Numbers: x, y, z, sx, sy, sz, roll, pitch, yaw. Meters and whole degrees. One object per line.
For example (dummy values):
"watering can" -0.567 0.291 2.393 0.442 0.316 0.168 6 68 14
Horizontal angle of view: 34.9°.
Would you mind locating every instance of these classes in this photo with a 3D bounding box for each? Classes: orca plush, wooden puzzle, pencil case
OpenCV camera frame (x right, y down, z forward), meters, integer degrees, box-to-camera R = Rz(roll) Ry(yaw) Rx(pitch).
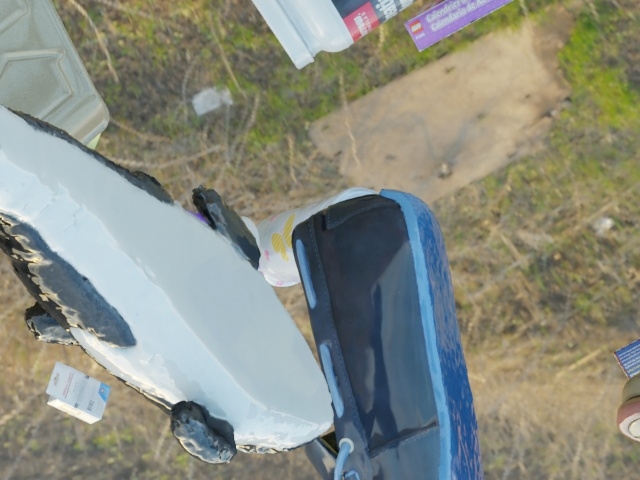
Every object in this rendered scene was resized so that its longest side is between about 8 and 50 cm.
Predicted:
"orca plush" -0.106 0.039 0.480 0.102 0.151 0.287 -22 153 21
"wooden puzzle" -0.434 -0.183 1.149 0.322 0.080 0.347 -47 136 -26
"pencil case" 0.000 0.000 1.461 0.124 0.113 0.273 3 171 -31

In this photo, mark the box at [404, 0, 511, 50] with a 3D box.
"box" 0.266 -0.420 1.747 0.201 0.293 0.057 -26 102 23

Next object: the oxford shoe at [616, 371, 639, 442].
"oxford shoe" 0.403 0.106 0.863 0.348 0.130 0.123 -1 154 -14

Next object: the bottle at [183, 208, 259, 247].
"bottle" -0.204 0.016 1.362 0.092 0.118 0.283 -13 178 44

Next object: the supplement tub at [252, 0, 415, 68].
"supplement tub" 0.038 -0.366 1.318 0.272 0.191 0.191 -34 142 4

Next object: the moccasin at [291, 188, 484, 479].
"moccasin" 0.047 0.139 0.724 0.117 0.342 0.138 -10 166 19

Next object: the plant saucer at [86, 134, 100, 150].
"plant saucer" -0.480 -0.120 1.916 0.037 0.241 0.241 28 123 -10

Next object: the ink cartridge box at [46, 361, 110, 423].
"ink cartridge box" -0.315 0.194 1.302 0.083 0.048 0.028 34 138 -29

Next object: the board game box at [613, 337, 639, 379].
"board game box" 0.462 0.183 1.207 0.147 0.193 0.045 -34 159 24
